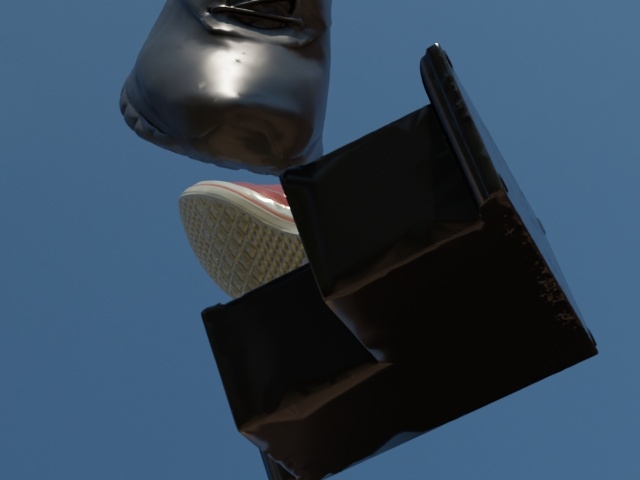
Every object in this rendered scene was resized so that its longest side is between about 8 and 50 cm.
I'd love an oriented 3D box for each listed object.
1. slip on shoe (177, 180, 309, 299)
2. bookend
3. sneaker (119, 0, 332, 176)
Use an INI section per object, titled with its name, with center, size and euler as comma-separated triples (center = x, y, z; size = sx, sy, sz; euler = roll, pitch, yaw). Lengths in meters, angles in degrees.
[slip on shoe]
center = 0.000, 0.000, 1.352
size = 0.101, 0.331, 0.123
euler = -33, -64, -37
[bookend]
center = 0.013, 0.021, 0.636
size = 0.157, 0.072, 0.156
euler = -26, -33, 10
[sneaker]
center = -0.038, -0.135, 0.828
size = 0.109, 0.286, 0.130
euler = 11, -58, -10
